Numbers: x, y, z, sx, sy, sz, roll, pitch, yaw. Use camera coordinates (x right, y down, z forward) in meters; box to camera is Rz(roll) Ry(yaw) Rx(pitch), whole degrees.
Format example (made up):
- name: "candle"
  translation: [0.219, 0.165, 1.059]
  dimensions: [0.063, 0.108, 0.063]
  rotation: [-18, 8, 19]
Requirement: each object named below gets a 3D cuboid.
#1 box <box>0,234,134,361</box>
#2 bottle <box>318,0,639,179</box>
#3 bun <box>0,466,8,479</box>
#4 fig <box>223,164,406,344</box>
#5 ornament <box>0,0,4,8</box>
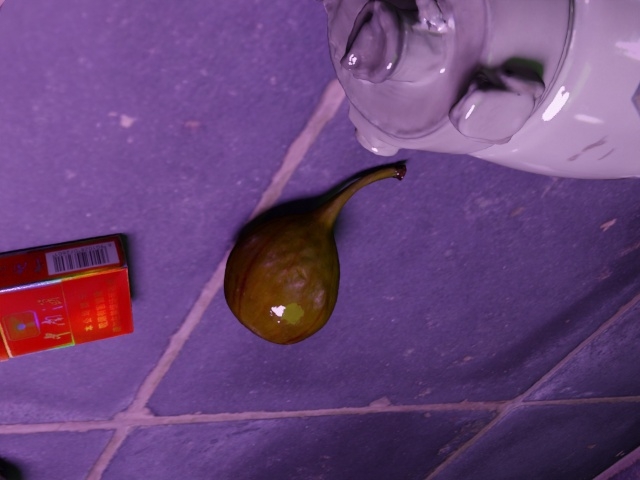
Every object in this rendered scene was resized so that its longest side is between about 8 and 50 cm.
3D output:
- name: "box"
  translation: [-0.273, 0.060, 0.711]
  dimensions: [0.175, 0.048, 0.112]
  rotation: [-11, 142, -18]
- name: "bottle"
  translation: [0.145, -0.150, 0.538]
  dimensions: [0.351, 0.229, 0.229]
  rotation: [-5, 140, -34]
- name: "bun"
  translation: [-0.493, 0.370, 0.895]
  dimensions: [0.239, 0.141, 0.239]
  rotation: [-18, 146, -12]
- name: "fig"
  translation: [0.000, 0.000, 0.758]
  dimensions: [0.236, 0.124, 0.124]
  rotation: [-48, 141, 1]
- name: "ornament"
  translation: [-0.267, -0.139, 0.316]
  dimensions: [0.259, 0.225, 0.259]
  rotation: [-15, 144, -11]
